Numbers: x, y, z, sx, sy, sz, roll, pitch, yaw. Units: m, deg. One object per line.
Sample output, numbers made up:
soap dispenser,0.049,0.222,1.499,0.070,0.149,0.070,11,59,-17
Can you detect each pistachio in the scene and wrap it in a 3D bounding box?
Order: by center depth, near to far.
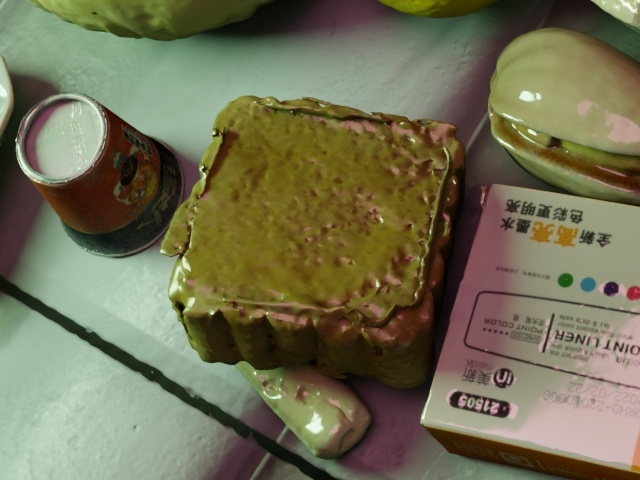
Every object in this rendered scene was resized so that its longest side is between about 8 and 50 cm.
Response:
pistachio,0.222,-0.099,1.448,0.152,0.126,0.223,-17,35,-32

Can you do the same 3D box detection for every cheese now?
cheese,-0.033,0.103,1.503,0.065,0.043,0.194,-41,60,-7

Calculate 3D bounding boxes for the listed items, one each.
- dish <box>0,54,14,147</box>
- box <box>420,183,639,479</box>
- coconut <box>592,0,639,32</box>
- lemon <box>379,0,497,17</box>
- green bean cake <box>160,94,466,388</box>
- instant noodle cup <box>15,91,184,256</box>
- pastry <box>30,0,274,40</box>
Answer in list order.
dish,-0.364,-0.074,1.670,0.154,0.064,0.234,15,75,23
box,0.238,0.083,1.393,0.274,0.091,0.220,9,72,22
coconut,0.318,-0.294,1.415,0.297,0.309,0.297,11,39,-9
lemon,0.108,-0.280,1.540,0.203,0.178,0.178,-27,60,35
green bean cake,0.000,0.000,1.465,0.224,0.131,0.229,8,59,12
instant noodle cup,-0.200,-0.065,1.572,0.127,0.135,0.127,-6,68,15
pastry,-0.159,-0.373,1.589,0.389,0.312,0.388,-5,69,12
